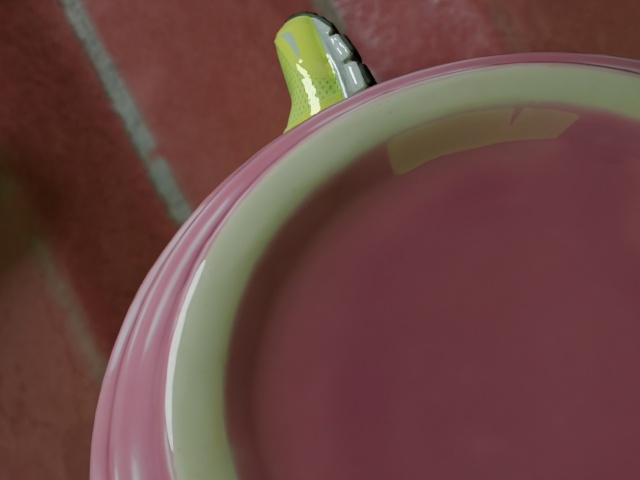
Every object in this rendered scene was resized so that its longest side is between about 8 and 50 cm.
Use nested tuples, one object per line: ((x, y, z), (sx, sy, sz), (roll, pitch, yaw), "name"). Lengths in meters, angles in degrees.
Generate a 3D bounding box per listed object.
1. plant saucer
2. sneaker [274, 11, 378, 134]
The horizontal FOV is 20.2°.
((0.074, 0.061, 0.638), (0.332, 0.084, 0.332), (-4, 60, 8), "plant saucer")
((0.000, 0.000, 0.792), (0.094, 0.081, 0.208), (-15, 77, 8), "sneaker")
